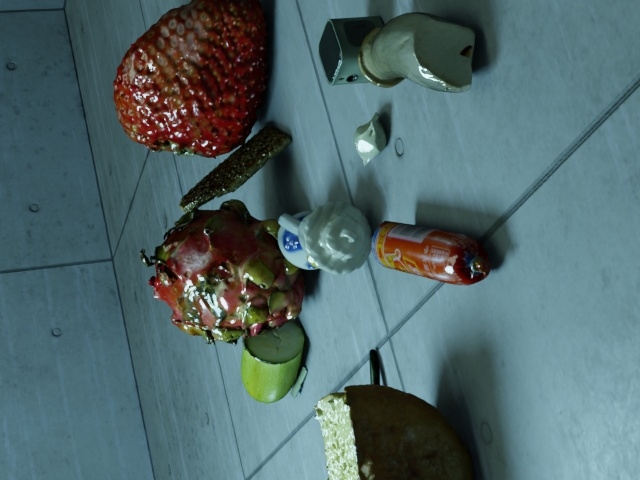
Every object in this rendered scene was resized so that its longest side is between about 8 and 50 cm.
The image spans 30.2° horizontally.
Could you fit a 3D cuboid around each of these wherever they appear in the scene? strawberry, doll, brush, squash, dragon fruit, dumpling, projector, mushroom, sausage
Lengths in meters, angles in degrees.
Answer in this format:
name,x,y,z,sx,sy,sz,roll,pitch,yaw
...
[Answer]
name,x,y,z,sx,sy,sz,roll,pitch,yaw
strawberry,-0.228,-0.324,2.252,0.267,0.312,0.351,50,125,24
doll,0.000,0.000,1.957,0.138,0.119,0.293,42,165,-14
brush,-0.039,0.273,2.284,0.016,0.013,0.084,60,142,37
squash,-0.098,0.247,2.285,0.187,0.123,0.123,101,153,-44
dragon fruit,-0.156,0.056,2.185,0.291,0.250,0.269,7,133,38
dumpling,0.080,-0.157,1.812,0.052,0.057,0.076,-3,124,35
projector,0.050,-0.286,1.781,0.083,0.082,0.083,116,142,-56
mushroom,0.127,-0.254,1.578,0.096,0.108,0.247,-55,24,-7
sausage,0.155,0.018,1.615,0.274,0.074,0.074,-168,73,-67

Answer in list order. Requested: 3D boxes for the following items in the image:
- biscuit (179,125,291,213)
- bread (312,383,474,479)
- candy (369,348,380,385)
name,x,y,z,sx,sy,sz,roll,pitch,yaw
biscuit,-0.166,-0.129,2.233,0.026,0.237,0.131,52,173,-23
bread,0.116,0.359,1.674,0.194,0.179,0.340,164,96,-71
candy,0.093,0.335,1.895,0.097,0.097,0.323,152,119,-68
